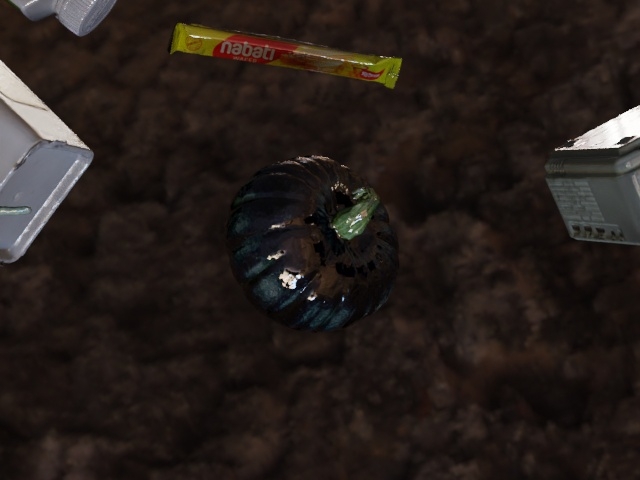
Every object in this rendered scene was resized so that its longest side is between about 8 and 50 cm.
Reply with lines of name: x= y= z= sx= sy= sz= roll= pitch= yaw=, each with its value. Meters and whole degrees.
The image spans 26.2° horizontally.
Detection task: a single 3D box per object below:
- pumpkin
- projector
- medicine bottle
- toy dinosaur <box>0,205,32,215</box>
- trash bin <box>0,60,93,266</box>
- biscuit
pumpkin: x=-0.008 y=0.005 z=1.415 sx=0.194 sy=0.194 sz=0.150 roll=-29 pitch=-175 yaw=-16
projector: x=0.353 y=-0.093 z=1.265 sx=0.257 sy=0.099 sz=0.192 roll=-27 pitch=-171 yaw=-10
medicine bottle: x=-0.341 y=-0.341 z=1.681 sx=0.132 sy=0.188 sz=0.088 roll=-51 pitch=178 yaw=-1
toy dinosaur: x=-0.484 y=-0.048 z=1.319 sx=0.076 sy=0.383 sz=0.129 roll=-45 pitch=-157 yaw=56
trash bin: x=-0.485 y=-0.133 z=1.621 sx=0.296 sy=0.368 sz=0.256 roll=-52 pitch=169 yaw=6
biscuit: x=-0.043 y=-0.232 z=1.712 sx=0.292 sy=0.048 sz=0.026 roll=8 pitch=-131 yaw=-10
